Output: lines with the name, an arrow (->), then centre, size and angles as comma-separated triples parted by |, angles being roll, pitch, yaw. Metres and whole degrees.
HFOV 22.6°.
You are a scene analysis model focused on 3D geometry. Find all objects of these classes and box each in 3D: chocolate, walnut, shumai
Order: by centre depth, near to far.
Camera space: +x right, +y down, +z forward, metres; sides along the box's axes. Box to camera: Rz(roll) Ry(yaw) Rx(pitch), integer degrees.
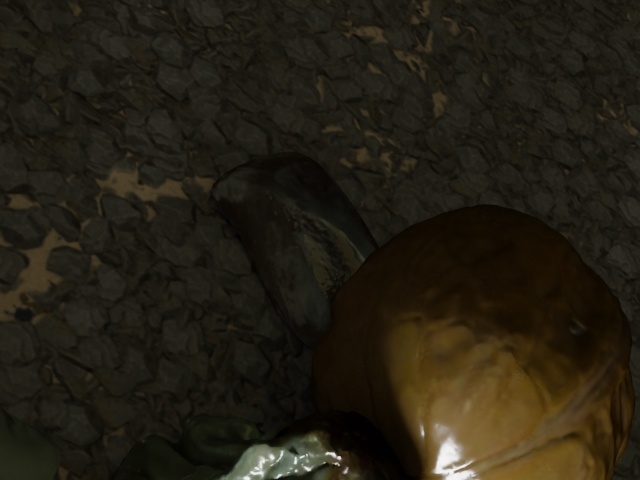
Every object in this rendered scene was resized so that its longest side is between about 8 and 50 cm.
shumai -> -0.046, 0.280, 1.477 | 0.309, 0.263, 0.304 | 48, 44, 3
walnut -> 0.169, 0.149, 1.669 | 0.398, 0.308, 0.354 | -56, 133, -53
chocolate -> 0.000, 0.000, 1.827 | 0.157, 0.080, 0.254 | -20, 73, -42

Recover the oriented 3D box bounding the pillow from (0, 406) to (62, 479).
pillow -> -0.390, 0.229, 1.372 | 0.255, 0.120, 0.322 | 38, 44, -10
